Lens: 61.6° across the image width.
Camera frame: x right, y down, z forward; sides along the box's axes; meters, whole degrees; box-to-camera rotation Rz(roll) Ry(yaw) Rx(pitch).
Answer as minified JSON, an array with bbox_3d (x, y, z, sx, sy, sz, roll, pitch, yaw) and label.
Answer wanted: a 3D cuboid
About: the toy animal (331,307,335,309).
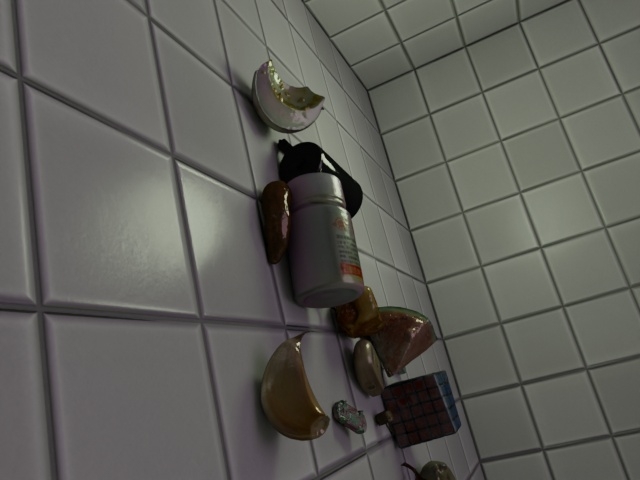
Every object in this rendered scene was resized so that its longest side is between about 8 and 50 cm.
[{"bbox_3d":[0.007,0.125,1.825,0.148,0.084,0.233,-10,78,-58],"label":"toy animal"}]

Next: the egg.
[{"bbox_3d":[-0.141,-0.476,1.874,0.270,0.161,0.207,18,83,-27],"label":"egg"}]

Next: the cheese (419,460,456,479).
[{"bbox_3d":[0.478,1.049,2.125,0.326,0.115,0.318,19,54,-67],"label":"cheese"}]

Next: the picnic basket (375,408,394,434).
[{"bbox_3d":[0.238,0.655,1.921,0.083,0.072,0.072,64,17,11],"label":"picnic basket"}]

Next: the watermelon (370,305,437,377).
[{"bbox_3d":[0.312,0.428,2.085,0.250,0.282,0.293,45,42,-42],"label":"watermelon"}]

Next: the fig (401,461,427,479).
[{"bbox_3d":[0.368,0.909,1.958,0.201,0.133,0.146,-100,170,-52],"label":"fig"}]

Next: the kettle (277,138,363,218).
[{"bbox_3d":[-0.003,-0.233,1.956,0.308,0.203,0.262,39,38,-52],"label":"kettle"}]

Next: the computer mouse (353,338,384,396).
[{"bbox_3d":[0.166,0.452,1.898,0.145,0.081,0.237,-92,165,-44],"label":"computer mouse"}]

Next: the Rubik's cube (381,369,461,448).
[{"bbox_3d":[0.401,0.657,2.118,0.237,0.238,0.238,22,50,-68],"label":"Rubik's cube"}]

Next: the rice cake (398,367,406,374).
[{"bbox_3d":[0.316,0.493,2.346,0.237,0.043,0.127,48,27,-50],"label":"rice cake"}]

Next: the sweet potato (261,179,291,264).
[{"bbox_3d":[-0.131,-0.068,1.595,0.097,0.097,0.292,47,34,-49],"label":"sweet potato"}]

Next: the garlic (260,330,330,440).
[{"bbox_3d":[-0.059,0.350,1.261,0.145,0.164,0.245,19,46,-45],"label":"garlic"}]

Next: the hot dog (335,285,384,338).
[{"bbox_3d":[0.130,0.258,1.890,0.257,0.153,0.150,62,10,-65],"label":"hot dog"}]

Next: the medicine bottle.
[{"bbox_3d":[0.000,0.000,1.681,0.219,0.219,0.389,37,38,-59],"label":"medicine bottle"}]

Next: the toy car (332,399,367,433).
[{"bbox_3d":[0.088,0.544,1.641,0.142,0.055,0.069,40,31,-31],"label":"toy car"}]
